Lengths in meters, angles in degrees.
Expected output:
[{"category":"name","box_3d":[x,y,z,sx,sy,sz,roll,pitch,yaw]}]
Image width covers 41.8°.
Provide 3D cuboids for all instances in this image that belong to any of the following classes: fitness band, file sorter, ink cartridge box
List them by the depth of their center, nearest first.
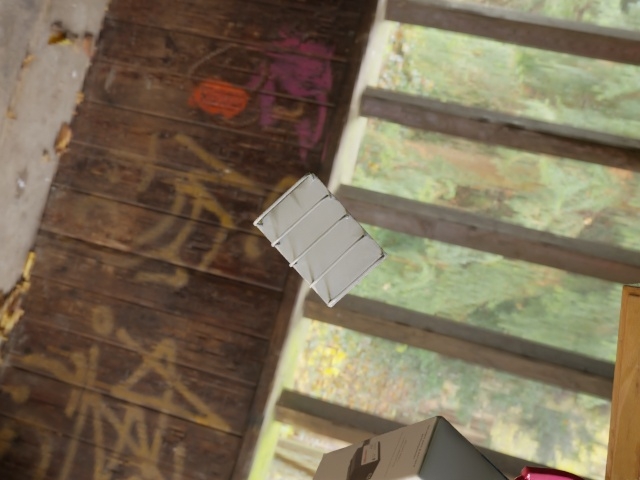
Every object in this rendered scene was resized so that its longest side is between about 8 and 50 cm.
[{"category":"ink cartridge box","box_3d":[0.151,0.444,1.415,0.307,0.223,0.129,-33,-161,45]},{"category":"file sorter","box_3d":[0.000,0.000,1.996,0.193,0.277,0.173,-42,179,2]},{"category":"fitness band","box_3d":[0.578,0.642,2.002,0.054,0.291,0.209,-63,-152,28]}]

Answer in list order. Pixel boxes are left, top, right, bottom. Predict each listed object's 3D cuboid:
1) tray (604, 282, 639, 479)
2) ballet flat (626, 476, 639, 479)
[{"category":"tray","box_3d":[0.655,0.299,1.568,0.076,0.203,0.410,-3,99,-40]},{"category":"ballet flat","box_3d":[0.262,0.374,0.954,0.147,0.409,0.146,168,-90,-77]}]
